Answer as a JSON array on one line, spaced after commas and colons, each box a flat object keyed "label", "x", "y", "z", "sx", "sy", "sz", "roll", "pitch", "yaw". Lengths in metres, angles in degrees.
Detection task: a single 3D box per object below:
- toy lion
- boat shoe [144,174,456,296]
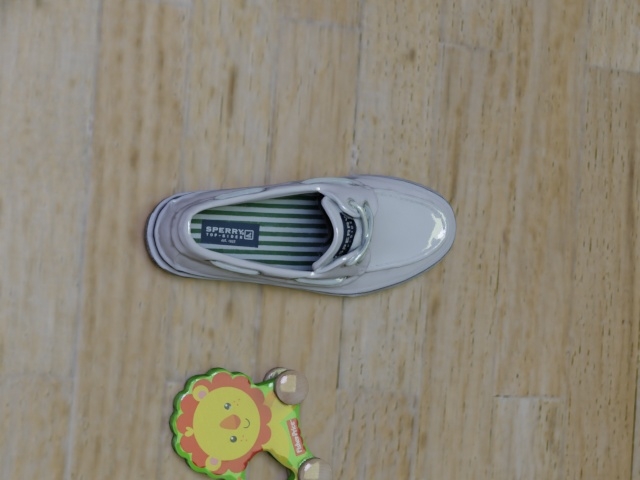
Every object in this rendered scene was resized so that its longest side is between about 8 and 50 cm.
[{"label": "toy lion", "x": -0.050, "y": 0.131, "z": 1.046, "sx": 0.096, "sy": 0.034, "sz": 0.100, "roll": -18, "pitch": 97, "yaw": -17}, {"label": "boat shoe", "x": 0.000, "y": 0.000, "z": 1.043, "sx": 0.226, "sy": 0.076, "sz": 0.083, "roll": -6, "pitch": 92, "yaw": -24}]
